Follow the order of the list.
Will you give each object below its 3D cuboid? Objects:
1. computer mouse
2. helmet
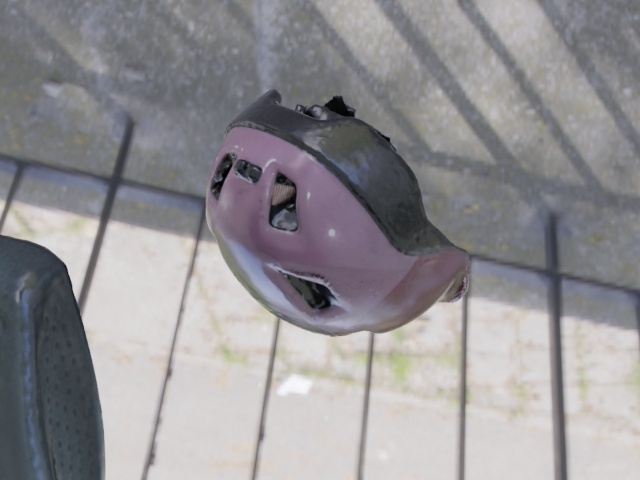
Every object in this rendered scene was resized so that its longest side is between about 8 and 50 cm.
[{"bbox_3d":[-0.230,0.161,0.866,0.188,0.370,0.122,-5,177,18],"label":"computer mouse"},{"bbox_3d":[0.000,0.000,1.060,0.198,0.154,0.253,25,149,37],"label":"helmet"}]
